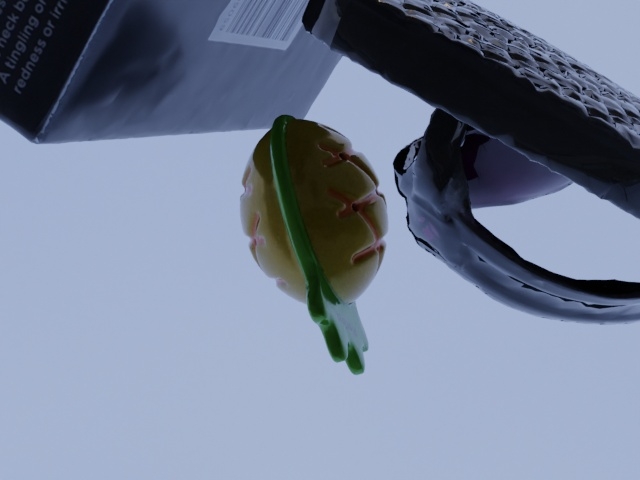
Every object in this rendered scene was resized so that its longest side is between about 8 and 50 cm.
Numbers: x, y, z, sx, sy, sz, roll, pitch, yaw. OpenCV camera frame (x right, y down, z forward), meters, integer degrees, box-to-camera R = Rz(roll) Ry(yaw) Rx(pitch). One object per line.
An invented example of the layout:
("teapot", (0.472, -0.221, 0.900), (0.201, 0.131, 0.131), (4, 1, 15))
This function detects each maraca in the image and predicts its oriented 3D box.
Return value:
("maraca", (0.000, 0.000, 0.807), (0.099, 0.127, 0.186), (-20, -113, 16))

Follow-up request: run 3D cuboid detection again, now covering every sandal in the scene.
("sandal", (0.136, -0.015, 0.570), (0.167, 0.446, 0.107), (40, -75, 32))

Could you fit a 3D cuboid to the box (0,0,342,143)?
("box", (-0.201, -0.317, 0.856), (0.472, 0.480, 0.297), (36, -75, 10))
